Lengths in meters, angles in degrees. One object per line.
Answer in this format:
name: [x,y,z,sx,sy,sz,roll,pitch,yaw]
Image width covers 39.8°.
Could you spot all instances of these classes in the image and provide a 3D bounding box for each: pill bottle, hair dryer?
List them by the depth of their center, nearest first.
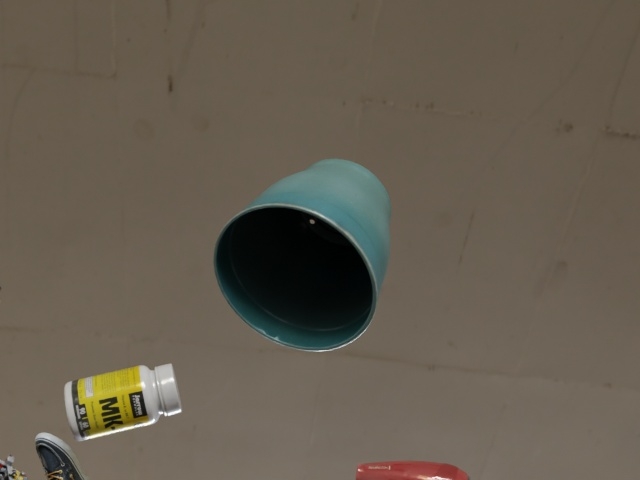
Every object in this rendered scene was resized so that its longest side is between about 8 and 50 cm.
hair dryer: [0.169,0.435,1.396,0.293,0.224,0.080,33,-52,38]
pill bottle: [-0.383,0.311,1.728,0.209,0.119,0.119,-13,-52,-8]

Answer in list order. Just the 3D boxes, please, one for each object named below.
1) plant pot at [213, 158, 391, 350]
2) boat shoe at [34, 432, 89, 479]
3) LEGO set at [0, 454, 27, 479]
plant pot: [0.000,0.000,1.466,0.272,0.255,0.271,11,-56,17]
boat shoe: [-0.520,0.472,1.758,0.065,0.083,0.183,-18,-67,26]
LEGO set: [-0.569,0.557,1.686,0.255,0.331,0.192,35,-90,-21]
